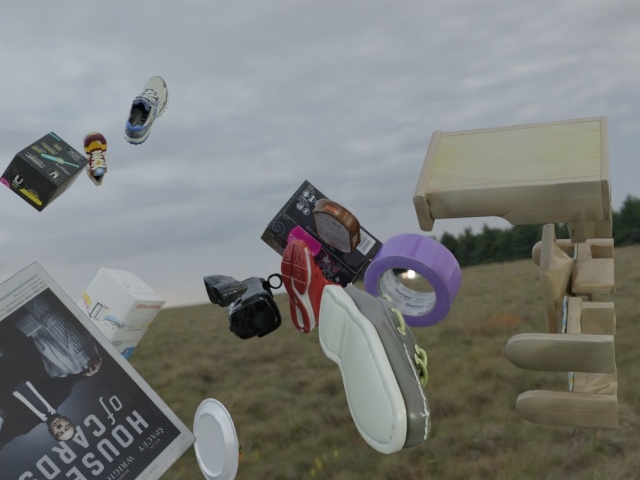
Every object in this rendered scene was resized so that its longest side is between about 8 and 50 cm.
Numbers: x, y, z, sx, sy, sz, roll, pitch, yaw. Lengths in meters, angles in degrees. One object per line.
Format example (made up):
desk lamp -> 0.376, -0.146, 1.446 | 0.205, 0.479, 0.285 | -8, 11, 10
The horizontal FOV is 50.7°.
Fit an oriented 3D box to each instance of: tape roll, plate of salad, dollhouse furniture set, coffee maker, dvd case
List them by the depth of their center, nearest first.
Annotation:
dvd case -> -0.256, 0.160, 0.620 | 0.179, 0.239, 0.029 | -43, 1, -38
dollhouse furniture set -> 0.322, 0.028, 1.063 | 0.256, 0.394, 0.362 | -2, 40, 24
tape roll -> 0.191, 0.084, 1.401 | 0.189, 0.189, 0.080 | -11, 28, 36
plate of salad -> -0.231, 0.457, 1.530 | 0.048, 0.200, 0.199 | -2, -7, -39
coffee maker -> -0.157, 0.153, 1.677 | 0.171, 0.120, 0.178 | -49, 17, -2

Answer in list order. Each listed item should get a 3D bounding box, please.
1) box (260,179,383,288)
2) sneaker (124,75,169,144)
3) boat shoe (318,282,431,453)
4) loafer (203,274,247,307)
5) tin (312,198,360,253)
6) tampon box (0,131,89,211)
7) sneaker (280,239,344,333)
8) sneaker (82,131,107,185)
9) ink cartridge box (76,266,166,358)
box -> 0.000, 0.000, 1.665 | 0.163, 0.247, 0.142 | -51, 3, -17
sneaker -> -0.301, -0.234, 1.177 | 0.052, 0.135, 0.058 | 17, -21, -3
boat shoe -> 0.070, 0.131, 0.765 | 0.091, 0.109, 0.305 | 5, 17, -14
loafer -> -0.208, 0.104, 1.460 | 0.061, 0.062, 0.170 | -21, 18, -22
tin -> 0.034, -0.029, 1.492 | 0.106, 0.040, 0.190 | 32, -17, 17
tampon box -> -0.669, -0.169, 1.645 | 0.101, 0.120, 0.161 | -44, 12, 27
sneaker -> -0.013, 0.088, 1.526 | 0.087, 0.221, 0.128 | 20, 32, 40
sneaker -> -0.646, -0.236, 1.960 | 0.069, 0.084, 0.185 | -15, -25, -22
ink cartridge box -> -0.628, 0.225, 2.058 | 0.168, 0.233, 0.171 | 36, 5, 17
